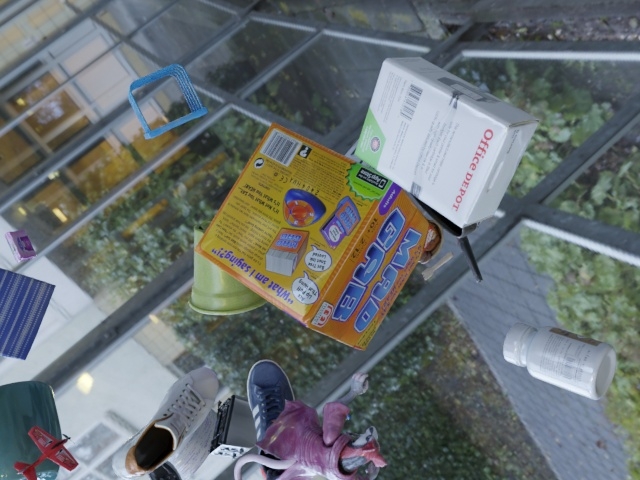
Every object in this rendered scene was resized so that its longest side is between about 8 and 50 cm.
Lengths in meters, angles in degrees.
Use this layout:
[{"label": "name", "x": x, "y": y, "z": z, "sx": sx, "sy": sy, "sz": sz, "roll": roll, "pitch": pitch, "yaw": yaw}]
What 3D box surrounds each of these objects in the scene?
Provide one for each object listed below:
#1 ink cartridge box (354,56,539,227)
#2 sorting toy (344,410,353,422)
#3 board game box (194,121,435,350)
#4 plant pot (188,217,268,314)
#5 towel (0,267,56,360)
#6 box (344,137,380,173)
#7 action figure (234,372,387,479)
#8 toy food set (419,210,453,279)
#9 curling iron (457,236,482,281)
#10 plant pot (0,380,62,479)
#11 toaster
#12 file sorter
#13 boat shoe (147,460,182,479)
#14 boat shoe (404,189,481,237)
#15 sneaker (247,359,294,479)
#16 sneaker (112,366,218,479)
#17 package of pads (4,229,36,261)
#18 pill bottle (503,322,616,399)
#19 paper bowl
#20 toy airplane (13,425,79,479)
[{"label": "ink cartridge box", "x": 0.215, "y": -0.181, "z": 1.118, "sx": 0.273, "sy": 0.114, "sz": 0.199, "roll": 39, "pitch": 127, "yaw": 31}, {"label": "sorting toy", "x": 0.080, "y": 0.640, "z": 2.282, "sx": 0.042, "sy": 0.061, "sz": 0.102, "roll": 51, "pitch": -145, "yaw": 3}, {"label": "board game box", "x": 0.000, "y": 0.000, "z": 1.507, "sx": 0.356, "sy": 0.356, "sz": 0.356, "roll": 30, "pitch": 177, "yaw": 29}, {"label": "plant pot", "x": -0.298, "y": 0.064, "z": 2.000, "sx": 0.276, "sy": 0.275, "sz": 0.254, "roll": -148, "pitch": 51, "yaw": -61}, {"label": "towel", "x": -0.964, "y": 0.188, "z": 1.775, "sx": 0.335, "sy": 0.243, "sz": 0.040, "roll": 23, "pitch": 172, "yaw": -29}, {"label": "box", "x": 0.154, "y": -0.239, "z": 1.921, "sx": 0.087, "sy": 0.169, "sz": 0.290, "roll": 42, "pitch": 174, "yaw": -17}, {"label": "action figure", "x": -0.008, "y": 0.448, "z": 1.361, "sx": 0.370, "sy": 0.275, "sz": 0.248, "roll": -21, "pitch": 85, "yaw": 55}, {"label": "toy food set", "x": 0.292, "y": 0.001, "z": 1.780, "sx": 0.038, "sy": 0.132, "sz": 0.192, "roll": 18, "pitch": -142, "yaw": -41}, {"label": "curling iron", "x": 0.389, "y": -0.004, "z": 1.775, "sx": 0.035, "sy": 0.068, "sz": 0.274, "roll": 114, "pitch": 134, "yaw": -64}, {"label": "plant pot", "x": -0.820, "y": 0.551, "z": 1.646, "sx": 0.235, "sy": 0.293, "sz": 0.293, "roll": 58, "pitch": 174, "yaw": 24}, {"label": "toaster", "x": -0.264, "y": 0.573, "z": 1.938, "sx": 0.110, "sy": 0.186, "sz": 0.168, "roll": 19, "pitch": 145, "yaw": -16}, {"label": "file sorter", "x": -0.302, "y": -0.267, "z": 1.208, "sx": 0.105, "sy": 0.118, "sz": 0.170, "roll": 66, "pitch": 167, "yaw": -15}, {"label": "boat shoe", "x": -0.450, "y": 0.744, "z": 1.870, "sx": 0.229, "sy": 0.080, "sz": 0.076, "roll": 53, "pitch": 170, "yaw": 11}, {"label": "boat shoe", "x": 0.288, "y": -0.141, "z": 1.668, "sx": 0.335, "sy": 0.095, "sz": 0.112, "roll": 44, "pitch": 141, "yaw": 11}, {"label": "sneaker", "x": -0.120, "y": 0.497, "z": 1.696, "sx": 0.148, "sy": 0.131, "sz": 0.350, "roll": 117, "pitch": 141, "yaw": -78}, {"label": "sneaker", "x": -0.295, "y": 0.378, "z": 1.306, "sx": 0.106, "sy": 0.290, "sz": 0.123, "roll": 49, "pitch": 140, "yaw": -11}, {"label": "package of pads", "x": -0.787, "y": 0.013, "z": 1.644, "sx": 0.050, "sy": 0.032, "sz": 0.083, "roll": -18, "pitch": -102, "yaw": -57}, {"label": "pill bottle", "x": 0.560, "y": 0.275, "z": 1.480, "sx": 0.229, "sy": 0.131, "sz": 0.131, "roll": 16, "pitch": 149, "yaw": 43}, {"label": "paper bowl", "x": -0.490, "y": 0.699, "z": 2.206, "sx": 0.148, "sy": 0.284, "sz": 0.284, "roll": 41, "pitch": 173, "yaw": -15}, {"label": "toy airplane", "x": -0.641, "y": 0.504, "z": 1.456, "sx": 0.151, "sy": 0.151, "sz": 0.028, "roll": 44, "pitch": 126, "yaw": 28}]
